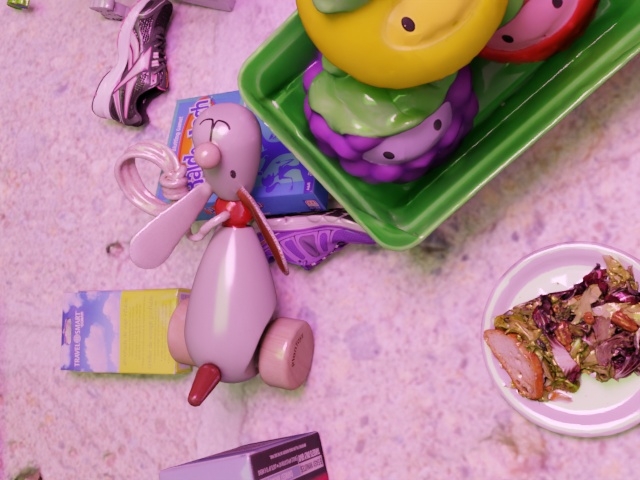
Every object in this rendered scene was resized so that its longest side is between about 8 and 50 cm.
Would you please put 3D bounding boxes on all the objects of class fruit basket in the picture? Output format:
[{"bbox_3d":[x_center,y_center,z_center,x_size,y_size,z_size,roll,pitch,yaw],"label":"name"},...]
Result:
[{"bbox_3d":[0.106,-0.192,0.695,0.392,0.392,0.283,-42,95,14],"label":"fruit basket"}]

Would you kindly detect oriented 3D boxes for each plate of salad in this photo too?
[{"bbox_3d":[0.260,0.099,0.794,0.200,0.048,0.199,-3,83,23],"label":"plate of salad"}]

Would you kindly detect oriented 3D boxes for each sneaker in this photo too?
[{"bbox_3d":[-0.228,-0.231,1.035,0.077,0.072,0.178,27,103,11],"label":"sneaker"},{"bbox_3d":[0.000,0.000,0.918,0.170,0.068,0.071,-4,98,31],"label":"sneaker"}]

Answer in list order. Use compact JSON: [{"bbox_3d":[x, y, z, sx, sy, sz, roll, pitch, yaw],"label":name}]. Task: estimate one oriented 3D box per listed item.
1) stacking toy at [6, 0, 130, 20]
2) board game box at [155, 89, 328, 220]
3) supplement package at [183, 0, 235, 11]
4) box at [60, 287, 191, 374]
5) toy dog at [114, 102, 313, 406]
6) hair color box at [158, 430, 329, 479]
[{"bbox_3d":[-0.343,-0.402,1.106,0.221,0.052,0.166,10,87,25],"label":"stacking toy"},{"bbox_3d":[-0.088,-0.106,0.938,0.210,0.047,0.160,-5,63,23],"label":"board game box"},{"bbox_3d":[-0.196,-0.419,0.901,0.198,0.263,0.199,14,90,6],"label":"supplement package"},{"bbox_3d":[-0.251,0.117,1.011,0.178,0.042,0.109,-3,83,23],"label":"box"},{"bbox_3d":[-0.115,0.040,0.838,0.220,0.161,0.333,-14,109,26],"label":"toy dog"},{"bbox_3d":[-0.044,0.405,0.816,0.114,0.185,0.374,-16,79,20],"label":"hair color box"}]
